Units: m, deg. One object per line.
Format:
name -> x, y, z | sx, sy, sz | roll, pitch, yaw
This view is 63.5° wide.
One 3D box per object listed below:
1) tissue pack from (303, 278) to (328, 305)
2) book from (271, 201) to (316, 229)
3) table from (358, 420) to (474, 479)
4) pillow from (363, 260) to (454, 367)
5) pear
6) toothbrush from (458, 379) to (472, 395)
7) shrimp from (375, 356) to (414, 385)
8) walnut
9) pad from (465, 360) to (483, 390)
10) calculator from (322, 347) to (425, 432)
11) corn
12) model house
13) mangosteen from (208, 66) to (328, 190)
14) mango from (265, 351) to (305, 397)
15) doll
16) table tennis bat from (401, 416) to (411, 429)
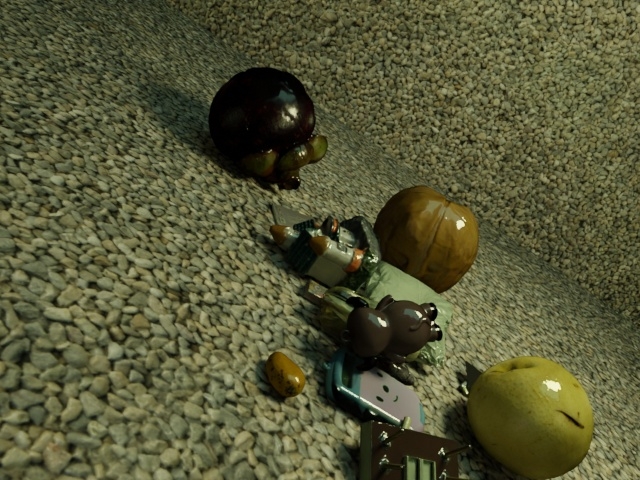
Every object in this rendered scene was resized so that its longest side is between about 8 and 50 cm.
tissue pack -> -0.005, 0.152, 1.457 | 0.083, 0.035, 0.063 | 30, 26, -13
book -> -0.080, -0.063, 1.751 | 0.181, 0.014, 0.127 | 19, 30, -31
table -> 0.208, 0.455, 1.072 | 0.240, 0.111, 0.122 | 21, 54, -25
pillow -> 0.257, 0.221, 1.558 | 0.310, 0.138, 0.283 | 34, 36, 4
pear -> 0.540, 0.455, 1.340 | 0.309, 0.309, 0.309 | 29, 26, -16
toothbrush -> 0.531, 0.435, 1.660 | 0.375, 0.028, 0.037 | -1, 50, -52
shrimp -> 0.183, 0.331, 1.343 | 0.165, 0.057, 0.065 | 39, -15, -14
walnut -> 0.345, 0.009, 1.751 | 0.354, 0.398, 0.308 | 28, 47, 16
pad -> 0.496, 0.446, 1.575 | 0.157, 0.003, 0.112 | 38, 34, -20
calculator -> 0.127, 0.367, 1.240 | 0.293, 0.051, 0.173 | 32, 26, -8
corn -> 0.132, 0.224, 1.381 | 0.305, 0.123, 0.122 | 23, 42, -4
model house -> 0.000, 0.000, 1.544 | 0.301, 0.190, 0.271 | 25, 29, -20
mangosteen -> -0.171, -0.402, 1.802 | 0.421, 0.381, 0.381 | 39, 25, 6
mango -> -0.077, 0.287, 1.115 | 0.079, 0.057, 0.114 | 6, 35, -36
doll -> 0.168, 0.215, 1.271 | 0.257, 0.117, 0.182 | -9, 78, -10
table tennis bat -> 0.171, 0.455, 1.129 | 0.087, 0.013, 0.156 | 38, 46, -7
